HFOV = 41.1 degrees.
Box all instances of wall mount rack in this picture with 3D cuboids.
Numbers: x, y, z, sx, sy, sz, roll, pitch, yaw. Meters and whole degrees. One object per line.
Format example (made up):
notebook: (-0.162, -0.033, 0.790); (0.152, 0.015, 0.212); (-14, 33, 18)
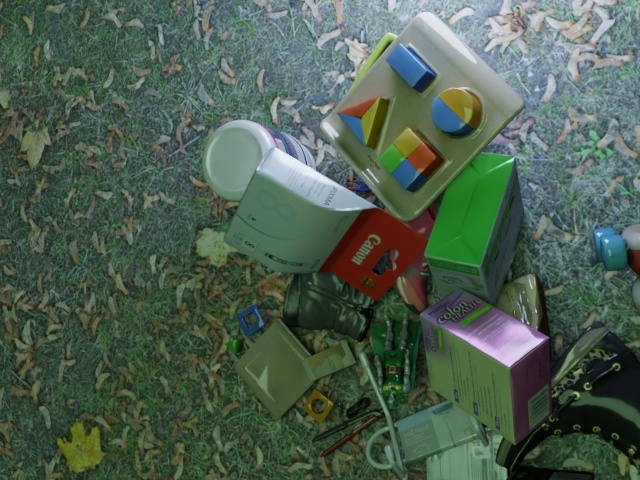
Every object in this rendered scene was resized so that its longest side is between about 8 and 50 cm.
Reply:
wall mount rack: (0.234, 0.359, 1.930); (0.350, 0.130, 0.304); (-24, 41, 10)

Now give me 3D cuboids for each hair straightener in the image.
hair straightener: (0.069, 0.426, 2.050); (0.230, 0.047, 0.089); (-38, 74, 17)

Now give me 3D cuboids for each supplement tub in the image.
supplement tub: (-0.141, -0.176, 2.048); (0.191, 0.272, 0.191); (-1, 87, 24)

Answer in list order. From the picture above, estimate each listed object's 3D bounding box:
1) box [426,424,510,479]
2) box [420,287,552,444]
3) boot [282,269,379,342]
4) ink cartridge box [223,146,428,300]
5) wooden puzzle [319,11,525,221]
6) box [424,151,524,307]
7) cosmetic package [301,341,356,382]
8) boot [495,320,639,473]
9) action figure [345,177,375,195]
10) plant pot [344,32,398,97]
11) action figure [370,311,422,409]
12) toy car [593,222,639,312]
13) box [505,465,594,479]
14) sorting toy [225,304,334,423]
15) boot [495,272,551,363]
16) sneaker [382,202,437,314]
box: (0.334, 0.491, 1.937); (0.186, 0.038, 0.145); (-4, 85, 22)
box: (0.335, 0.250, 1.725); (0.243, 0.117, 0.213); (29, 142, 45)
boot: (0.040, 0.065, 2.062); (0.223, 0.118, 0.337); (6, 97, 17)
ink cartridge box: (0.000, 0.000, 1.850); (0.385, 0.091, 0.308); (32, 146, -2)
wooden puzzle: (0.192, -0.264, 1.770); (0.348, 0.080, 0.322); (-45, 64, 14)
box: (0.336, -0.018, 1.811); (0.127, 0.231, 0.261); (12, 68, 23)
cosmetic package: (0.020, 0.292, 2.046); (0.115, 0.041, 0.060); (-21, 77, -23)
boot: (0.574, 0.393, 1.783); (0.284, 0.138, 0.377); (38, 92, 20)
action figure: (0.116, -0.129, 2.069); (0.115, 0.030, 0.038); (9, 86, 22)
plant pot: (0.210, -0.303, 1.938); (0.228, 0.207, 0.227); (37, 101, 21)
action figure: (0.168, 0.273, 1.921); (0.137, 0.063, 0.232); (-11, 51, 21)
toy car: (0.689, 0.084, 1.728); (0.219, 0.210, 0.237); (-9, 96, 11)
box: (0.484, 0.597, 1.795); (0.167, 0.168, 0.203); (-1, 87, 23)
sorting toy: (-0.100, 0.321, 2.132); (0.347, 0.047, 0.196); (47, 109, 18)
boot: (0.387, 0.199, 1.851); (0.204, 0.095, 0.261); (-15, 48, 24)
sneaker: (0.229, 0.011, 1.965); (0.136, 0.116, 0.313); (-10, 83, 21)
